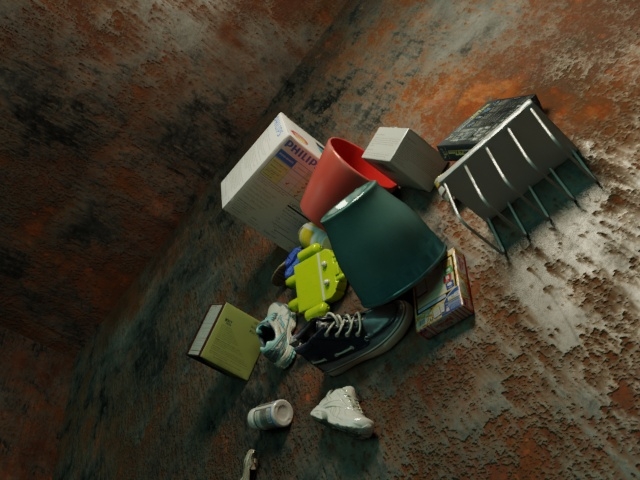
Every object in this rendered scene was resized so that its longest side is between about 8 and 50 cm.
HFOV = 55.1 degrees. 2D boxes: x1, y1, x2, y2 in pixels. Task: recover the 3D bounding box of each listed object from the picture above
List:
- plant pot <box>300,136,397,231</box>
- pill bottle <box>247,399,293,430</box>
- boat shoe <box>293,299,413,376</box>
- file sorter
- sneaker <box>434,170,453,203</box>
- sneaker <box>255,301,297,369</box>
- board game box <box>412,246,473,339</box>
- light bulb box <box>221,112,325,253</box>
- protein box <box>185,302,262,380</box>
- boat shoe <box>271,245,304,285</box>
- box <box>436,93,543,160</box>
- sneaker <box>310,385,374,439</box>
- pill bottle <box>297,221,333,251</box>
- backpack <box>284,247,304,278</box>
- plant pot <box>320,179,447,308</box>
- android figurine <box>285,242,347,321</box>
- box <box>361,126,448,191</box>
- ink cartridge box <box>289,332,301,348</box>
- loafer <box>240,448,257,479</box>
[{"bbox_3d":[0.076,-0.163,2.018,0.243,0.275,0.275,-55,25,24],"label":"plant pot"},{"bbox_3d":[-0.149,0.514,1.794,0.137,0.078,0.078,-27,38,44],"label":"pill bottle"},{"bbox_3d":[0.077,0.242,1.635,0.340,0.158,0.127,-40,30,28],"label":"boat shoe"},{"bbox_3d":[0.452,-0.134,1.405,0.277,0.193,0.173,-43,32,24],"label":"file sorter"},{"bbox_3d":[0.408,-0.173,1.675,0.185,0.069,0.084,-33,65,16],"label":"sneaker"},{"bbox_3d":[-0.150,0.284,2.006,0.110,0.122,0.283,-46,28,18],"label":"sneaker"},{"bbox_3d":[0.298,0.129,1.522,0.147,0.045,0.193,-37,32,33],"label":"board game box"},{"bbox_3d":[-0.114,-0.198,2.234,0.361,0.358,0.225,-46,30,17],"label":"light bulb box"},{"bbox_3d":[-0.319,0.349,2.126,0.136,0.200,0.201,-10,51,55],"label":"protein box"},{"bbox_3d":[-0.106,0.089,2.235,0.190,0.068,0.072,-44,15,2],"label":"boat shoe"},{"bbox_3d":[0.455,-0.302,1.657,0.232,0.059,0.183,-41,23,-20],"label":"box"},{"bbox_3d":[0.063,0.421,1.538,0.232,0.090,0.115,-2,55,58],"label":"sneaker"},{"bbox_3d":[0.000,0.000,2.102,0.103,0.103,0.184,-57,26,-3],"label":"pill bottle"},{"bbox_3d":[-0.077,0.091,2.127,0.120,0.101,0.098,-56,3,4],"label":"backpack"},{"bbox_3d":[0.145,-0.008,1.597,0.271,0.255,0.271,-36,7,5],"label":"plant pot"},{"bbox_3d":[-0.011,0.131,1.966,0.273,0.056,0.248,-29,57,41],"label":"android figurine"},{"bbox_3d":[0.256,-0.249,1.871,0.119,0.182,0.181,-59,26,-3],"label":"box"},{"bbox_3d":[-0.036,0.299,1.865,0.115,0.063,0.029,-34,32,36],"label":"ink cartridge box"},{"bbox_3d":[-0.199,0.664,1.754,0.039,0.045,0.125,-4,61,37],"label":"loafer"}]
